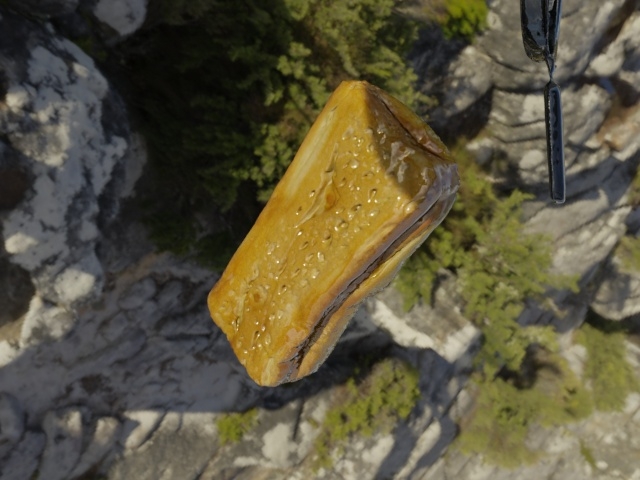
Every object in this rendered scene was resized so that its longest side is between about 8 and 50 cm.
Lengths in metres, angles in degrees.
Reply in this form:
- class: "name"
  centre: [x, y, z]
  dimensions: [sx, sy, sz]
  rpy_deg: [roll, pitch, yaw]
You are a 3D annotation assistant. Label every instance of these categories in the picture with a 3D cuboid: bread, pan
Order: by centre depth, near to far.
- class: "pan"
  centre: [0.155, -0.142, 0.519]
  dimensions: [0.136, 0.028, 0.235]
  rpy_deg: [20, 72, -68]
- class: "bread"
  centre: [-0.001, 0.001, 0.624]
  dimensions: [0.077, 0.139, 0.271]
  rpy_deg: [-9, 142, -45]
